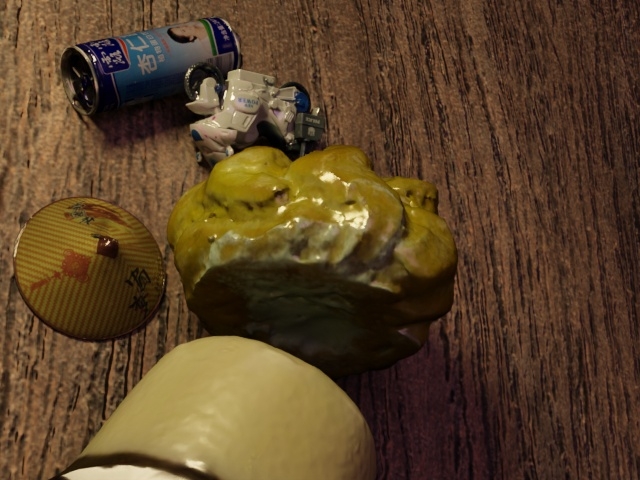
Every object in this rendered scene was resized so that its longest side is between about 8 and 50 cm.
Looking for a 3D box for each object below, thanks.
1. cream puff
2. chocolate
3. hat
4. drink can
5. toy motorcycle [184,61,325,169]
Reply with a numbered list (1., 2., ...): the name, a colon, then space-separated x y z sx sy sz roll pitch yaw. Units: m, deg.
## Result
1. cream puff: 0.000 0.000 1.254 0.378 0.378 0.276 25 56 -18
2. chocolate: -0.096 0.243 1.069 0.314 0.326 0.297 15 57 15
3. hat: -0.267 0.019 1.228 0.193 0.082 0.193 14 60 -26
4. drink can: -0.225 -0.240 1.372 0.235 0.097 0.097 -22 79 -35
5. toy motorcycle: -0.095 -0.160 1.403 0.221 0.102 0.150 5 86 -37
